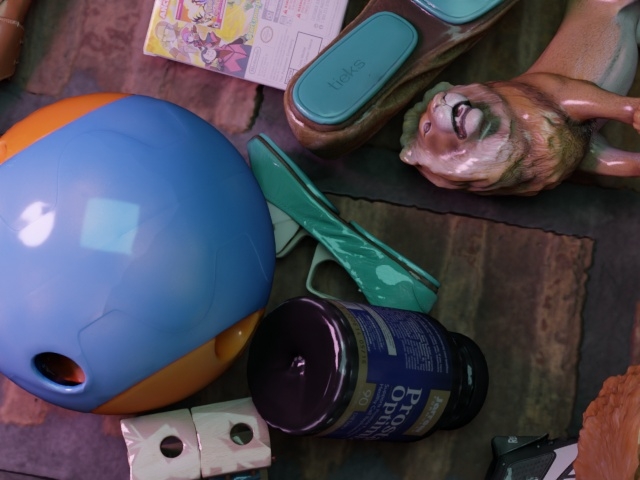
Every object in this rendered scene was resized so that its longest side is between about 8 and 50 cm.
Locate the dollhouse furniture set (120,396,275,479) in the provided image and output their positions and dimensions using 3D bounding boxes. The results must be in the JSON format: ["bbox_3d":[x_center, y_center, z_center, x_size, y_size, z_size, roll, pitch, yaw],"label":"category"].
[{"bbox_3d":[-0.097,0.252,1.640,0.129,0.129,0.184,-10,70,-6],"label":"dollhouse furniture set"}]

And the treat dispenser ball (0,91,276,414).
[{"bbox_3d":[-0.183,0.012,1.636,0.288,0.288,0.288,1,71,-3],"label":"treat dispenser ball"}]

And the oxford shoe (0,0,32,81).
[{"bbox_3d":[-0.324,-0.202,1.832,0.076,0.076,0.212,43,69,-20],"label":"oxford shoe"}]

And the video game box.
[{"bbox_3d":[-0.061,-0.260,1.820,0.187,0.048,0.205,16,100,0],"label":"video game box"}]

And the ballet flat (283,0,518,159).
[{"bbox_3d":[0.098,-0.199,1.811,0.116,0.124,0.342,39,72,17],"label":"ballet flat"}]

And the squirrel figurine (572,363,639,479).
[{"bbox_3d":[0.392,0.264,1.557,0.370,0.281,0.397,2,79,-26],"label":"squirrel figurine"}]

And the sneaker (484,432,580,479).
[{"bbox_3d":[0.211,0.212,1.698,0.234,0.078,0.106,-32,78,-11],"label":"sneaker"}]

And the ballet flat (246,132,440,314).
[{"bbox_3d":[0.000,0.000,1.763,0.247,0.083,0.087,41,88,13],"label":"ballet flat"}]

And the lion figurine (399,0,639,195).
[{"bbox_3d":[0.265,-0.176,1.814,0.240,0.142,0.392,17,51,36],"label":"lion figurine"}]

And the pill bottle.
[{"bbox_3d":[0.049,0.119,1.648,0.219,0.123,0.123,10,63,-47],"label":"pill bottle"}]
